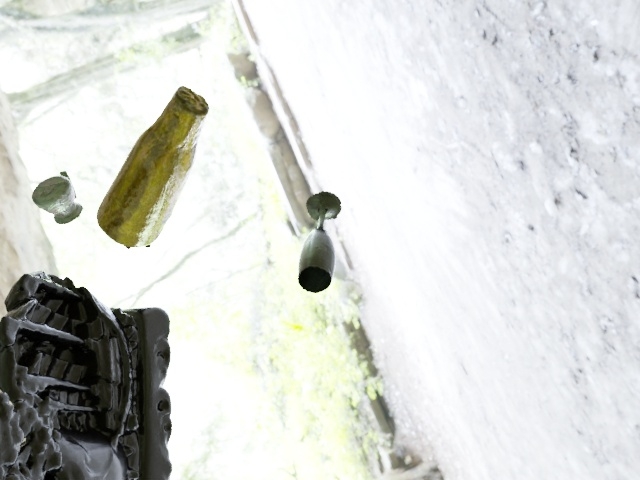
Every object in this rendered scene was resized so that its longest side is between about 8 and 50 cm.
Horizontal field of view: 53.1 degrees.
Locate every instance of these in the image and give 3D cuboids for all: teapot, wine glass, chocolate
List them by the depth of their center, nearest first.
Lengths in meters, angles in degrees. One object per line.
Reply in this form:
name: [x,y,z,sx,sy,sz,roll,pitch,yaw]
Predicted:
chocolate: [-0.184,-0.080,0.716,0.219,0.086,0.085,-49,59,42]
wine glass: [0.000,0.000,1.008,0.198,0.066,0.066,-84,-20,-54]
teapot: [-0.414,-0.069,1.022,0.064,0.064,0.083,71,-162,-45]

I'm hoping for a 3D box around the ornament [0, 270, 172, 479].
ornament: [-0.219,0.137,0.536,0.260,0.106,0.251,61,-162,-65]
